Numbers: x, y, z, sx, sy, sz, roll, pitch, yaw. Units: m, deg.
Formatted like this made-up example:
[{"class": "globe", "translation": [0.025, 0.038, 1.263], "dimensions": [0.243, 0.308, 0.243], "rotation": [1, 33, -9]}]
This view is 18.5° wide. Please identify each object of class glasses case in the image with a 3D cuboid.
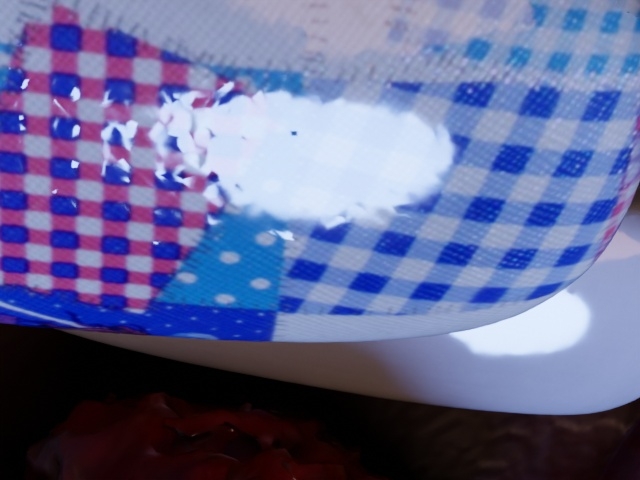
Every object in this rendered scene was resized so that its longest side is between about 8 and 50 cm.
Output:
[{"class": "glasses case", "translation": [0.000, 0.000, 0.501], "dimensions": [0.193, 0.049, 0.074], "rotation": [9, 129, 0]}, {"class": "glasses case", "translation": [-0.094, -0.043, 0.409], "dimensions": [0.327, 0.076, 0.125], "rotation": [7, 137, 1]}]

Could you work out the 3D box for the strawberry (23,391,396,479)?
[{"class": "strawberry", "translation": [-0.017, 0.132, 0.544], "dimensions": [0.201, 0.184, 0.187], "rotation": [-1, 91, -42]}]
